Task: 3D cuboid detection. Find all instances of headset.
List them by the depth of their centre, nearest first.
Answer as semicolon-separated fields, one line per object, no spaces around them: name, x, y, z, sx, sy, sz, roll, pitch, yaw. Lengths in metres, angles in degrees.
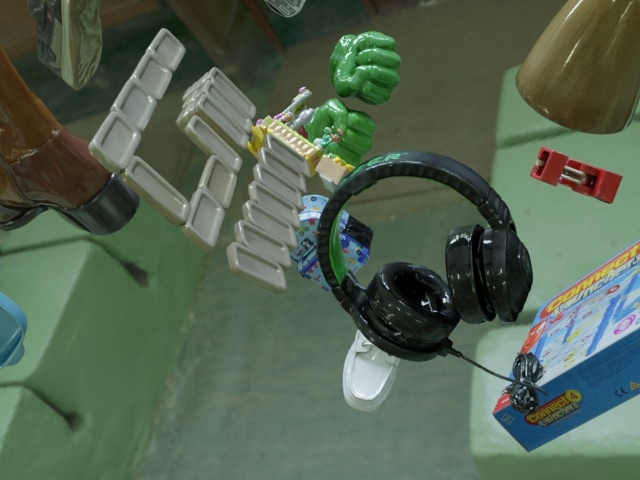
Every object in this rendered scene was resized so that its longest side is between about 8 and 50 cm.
headset;0.169;0.058;1.210;0.243;0.394;0.185;-30;11;28

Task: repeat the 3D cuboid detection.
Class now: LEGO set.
LEGO set;-0.019;-0.146;1.326;0.107;0.132;0.287;-43;19;-14

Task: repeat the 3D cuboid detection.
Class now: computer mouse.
computer mouse;-0.032;-0.424;1.502;0.193;0.106;0.042;-28;29;59

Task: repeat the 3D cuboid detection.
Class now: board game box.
board game box;0.430;0.138;1.420;0.308;0.086;0.302;-43;4;40

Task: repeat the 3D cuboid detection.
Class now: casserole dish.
casserole dish;-0.447;0.085;1.182;0.114;0.188;0.037;-48;10;30

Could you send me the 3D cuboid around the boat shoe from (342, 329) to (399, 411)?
boat shoe;0.108;0.183;1.751;0.098;0.096;0.277;16;54;5

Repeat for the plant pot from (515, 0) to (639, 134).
plant pot;0.519;-0.367;1.741;0.237;0.254;0.237;9;42;-9

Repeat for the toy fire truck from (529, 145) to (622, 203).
toy fire truck;0.366;-0.098;1.383;0.192;0.135;0.047;-86;15;-81

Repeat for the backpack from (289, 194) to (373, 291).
backpack;0.000;0.000;1.901;0.158;0.173;0.117;-40;23;32

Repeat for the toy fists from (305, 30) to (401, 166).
toy fists;0.055;-0.255;1.741;0.142;0.096;0.279;26;92;45

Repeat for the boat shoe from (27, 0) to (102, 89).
boat shoe;-0.359;-0.333;1.306;0.092;0.285;0.102;21;53;4

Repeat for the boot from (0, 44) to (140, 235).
boot;-0.337;-0.119;0.886;0.264;0.280;0.096;16;62;41

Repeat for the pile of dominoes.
pile of dominoes;-0.096;-0.061;0.790;0.040;0.196;0.251;-36;23;25
